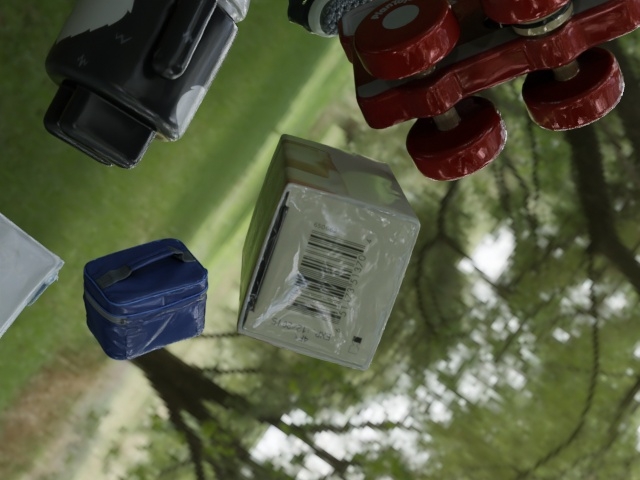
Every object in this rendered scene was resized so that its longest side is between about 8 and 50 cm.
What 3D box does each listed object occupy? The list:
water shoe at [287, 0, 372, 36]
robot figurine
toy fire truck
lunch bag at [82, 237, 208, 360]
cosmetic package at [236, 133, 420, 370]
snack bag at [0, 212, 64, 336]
[{"bbox_3d":[0.042,-0.311,1.675,0.203,0.080,0.073,-24,126,-44],"label":"water shoe"},{"bbox_3d":[-0.192,-0.220,1.448,0.278,0.209,0.173,-62,157,-7],"label":"robot figurine"},{"bbox_3d":[0.163,-0.220,1.341,0.302,0.169,0.254,-23,-145,13],"label":"toy fire truck"},{"bbox_3d":[-0.132,0.040,1.031,0.098,0.067,0.065,-19,135,-29],"label":"lunch bag"},{"bbox_3d":[0.000,0.000,1.296,0.296,0.129,0.153,-102,-151,-78],"label":"cosmetic package"},{"bbox_3d":[-0.513,0.049,1.511,0.323,0.342,0.037,-54,-160,-16],"label":"snack bag"}]
